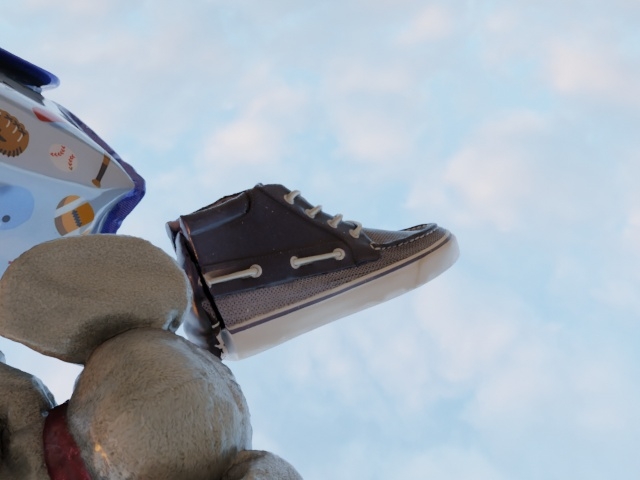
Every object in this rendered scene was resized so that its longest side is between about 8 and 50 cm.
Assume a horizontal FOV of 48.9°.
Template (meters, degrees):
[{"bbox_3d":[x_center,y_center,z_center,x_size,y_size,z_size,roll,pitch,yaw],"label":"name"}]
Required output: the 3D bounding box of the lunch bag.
[{"bbox_3d":[-0.418,-0.110,0.705,0.385,0.328,0.238,38,-80,38],"label":"lunch bag"}]

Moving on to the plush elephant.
[{"bbox_3d":[-0.155,0.152,0.468,0.256,0.330,0.271,-17,-117,-14],"label":"plush elephant"}]

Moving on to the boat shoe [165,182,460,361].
[{"bbox_3d":[0.000,0.000,0.756,0.341,0.127,0.158,-21,-85,-31],"label":"boat shoe"}]
